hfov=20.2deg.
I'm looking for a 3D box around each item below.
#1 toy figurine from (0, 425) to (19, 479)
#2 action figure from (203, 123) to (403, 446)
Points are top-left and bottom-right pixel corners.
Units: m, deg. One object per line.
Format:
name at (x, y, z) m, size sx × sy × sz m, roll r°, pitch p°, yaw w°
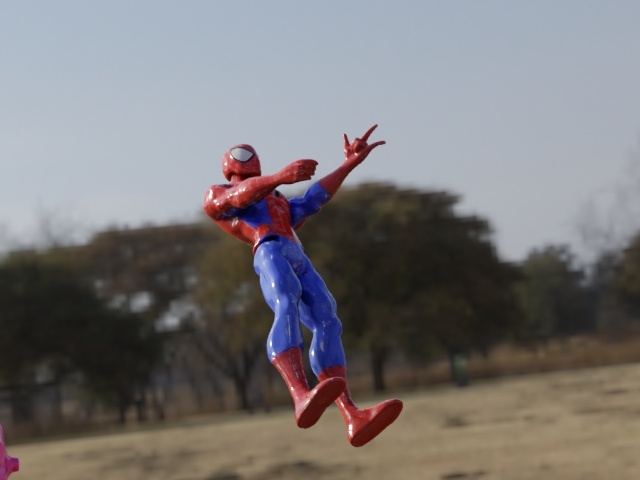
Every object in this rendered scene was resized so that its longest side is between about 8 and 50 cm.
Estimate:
toy figurine at (-0.284, 0.162, 1.187) m, size 0.159 × 0.173 × 0.130 m, roll -43°, pitch 15°, yaw -17°
action figure at (0.000, 0.000, 1.305) m, size 0.091 × 0.280 × 0.139 m, roll 27°, pitch -66°, yaw -41°
